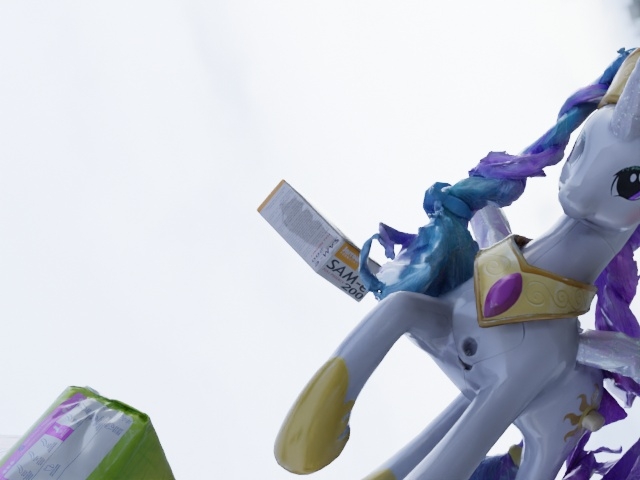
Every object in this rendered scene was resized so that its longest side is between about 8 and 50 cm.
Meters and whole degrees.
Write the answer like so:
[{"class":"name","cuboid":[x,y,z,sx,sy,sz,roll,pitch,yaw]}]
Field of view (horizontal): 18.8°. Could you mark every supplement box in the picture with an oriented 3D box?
[{"class":"supplement box","cuboid":[0.000,0.000,1.531,0.062,0.036,0.098,36,-173,-44]}]

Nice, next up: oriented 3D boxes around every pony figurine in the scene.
[{"class":"pony figurine","cuboid":[0.135,0.079,1.140,0.363,0.303,0.351,-51,-30,-8]}]

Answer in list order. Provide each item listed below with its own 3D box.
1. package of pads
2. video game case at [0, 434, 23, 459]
[{"class":"package of pads","cuboid":[-0.236,0.293,1.643,0.296,0.101,0.229,-50,-36,-28]},{"class":"video game case","cuboid":[-0.365,0.230,1.892,0.285,0.204,0.025,-13,-81,-57]}]
